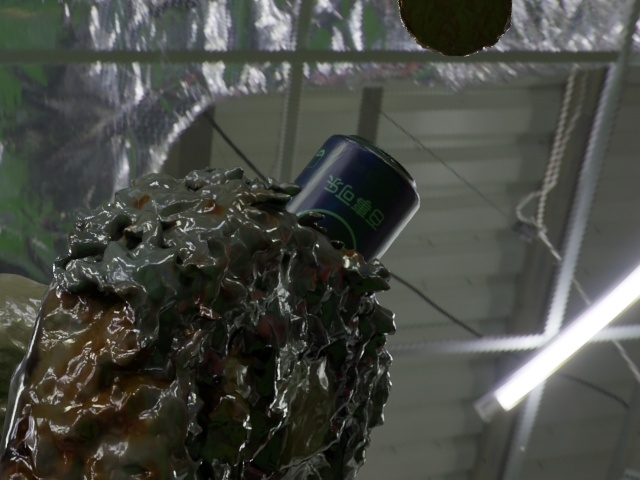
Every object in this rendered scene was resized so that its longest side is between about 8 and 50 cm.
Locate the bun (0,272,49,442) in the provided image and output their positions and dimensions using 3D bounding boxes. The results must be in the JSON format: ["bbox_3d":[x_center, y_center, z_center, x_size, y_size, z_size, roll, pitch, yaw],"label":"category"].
[{"bbox_3d":[-0.440,0.226,1.403,0.234,0.326,0.362,34,-120,-9],"label":"bun"}]

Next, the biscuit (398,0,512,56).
[{"bbox_3d":[0.113,-0.279,0.906,0.118,0.029,0.247,-4,-80,-24],"label":"biscuit"}]

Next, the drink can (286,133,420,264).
[{"bbox_3d":[0.000,0.000,1.067,0.118,0.118,0.205,43,-100,-33],"label":"drink can"}]

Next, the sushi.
[{"bbox_3d":[-0.079,0.139,0.840,0.417,0.175,0.417,-29,-56,-56],"label":"sushi"}]
